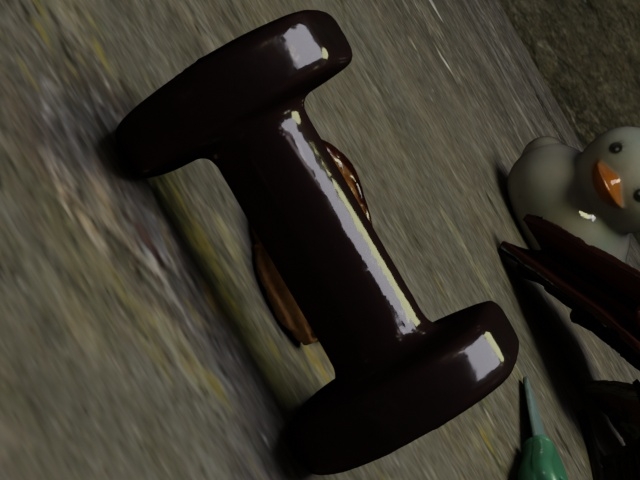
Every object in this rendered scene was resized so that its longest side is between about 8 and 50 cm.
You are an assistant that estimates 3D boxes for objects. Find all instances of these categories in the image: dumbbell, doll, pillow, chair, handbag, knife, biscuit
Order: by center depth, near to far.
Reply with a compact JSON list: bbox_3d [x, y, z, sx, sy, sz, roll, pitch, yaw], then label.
[{"bbox_3d":[0.000,0.000,0.752,0.225,0.124,0.140,59,15,-3],"label":"dumbbell"},{"bbox_3d":[0.003,-0.006,0.946,0.183,0.043,0.280,60,18,-14],"label":"biscuit"},{"bbox_3d":[0.189,0.177,1.203,0.063,0.035,0.260,62,12,-7],"label":"knife"},{"bbox_3d":[0.321,0.242,1.399,0.101,0.084,0.212,50,19,-21],"label":"chair"},{"bbox_3d":[0.346,0.095,1.544,0.260,0.084,0.275,36,2,-39],"label":"handbag"},{"bbox_3d":[0.389,0.232,1.586,0.126,0.043,0.232,14,-31,52],"label":"pillow"},{"bbox_3d":[0.357,-0.058,1.800,0.221,0.221,0.251,64,16,11],"label":"doll"}]
